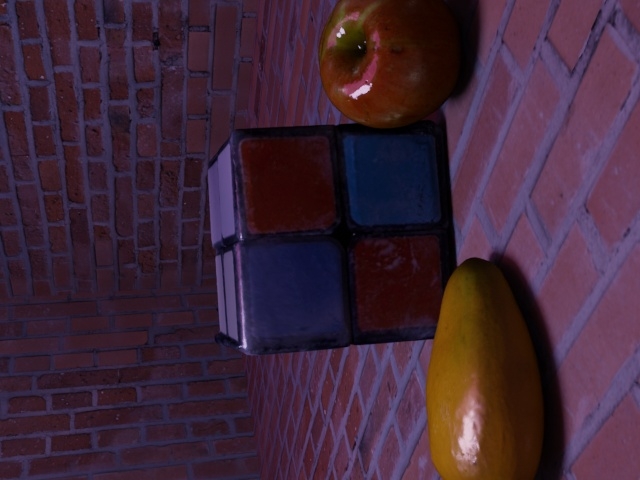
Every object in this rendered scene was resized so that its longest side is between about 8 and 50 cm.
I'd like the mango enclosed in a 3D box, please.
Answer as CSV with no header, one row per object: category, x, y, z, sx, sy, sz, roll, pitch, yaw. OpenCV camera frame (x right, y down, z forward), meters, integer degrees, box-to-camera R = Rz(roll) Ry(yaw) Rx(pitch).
mango,0.188,0.167,0.964,0.176,0.119,0.317,118,155,-70

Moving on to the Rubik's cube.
Rubik's cube,0.000,0.000,1.262,0.316,0.318,0.313,166,101,-75

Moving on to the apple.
apple,0.097,-0.246,1.097,0.196,0.196,0.196,177,90,-77
